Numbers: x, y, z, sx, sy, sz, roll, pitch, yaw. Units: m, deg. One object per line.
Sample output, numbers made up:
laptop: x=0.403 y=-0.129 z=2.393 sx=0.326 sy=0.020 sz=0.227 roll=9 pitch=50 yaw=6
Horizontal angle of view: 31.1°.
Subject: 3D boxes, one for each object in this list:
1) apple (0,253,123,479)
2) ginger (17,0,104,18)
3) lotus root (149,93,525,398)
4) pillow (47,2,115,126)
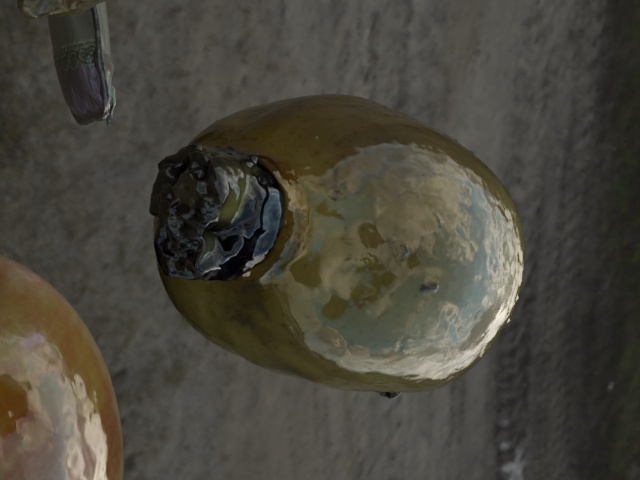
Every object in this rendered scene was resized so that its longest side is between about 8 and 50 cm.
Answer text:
apple: x=-0.335 y=0.178 z=0.844 sx=0.346 sy=0.391 sz=0.391 roll=-77 pitch=-177 yaw=-74
ginger: x=-0.095 y=-0.159 z=0.540 sx=0.051 sy=0.069 sz=0.173 roll=47 pitch=28 yaw=-22
lotus root: x=0.000 y=0.000 z=0.630 sx=0.310 sy=0.183 sz=0.183 roll=15 pitch=99 yaw=-59
pillow: x=-0.174 y=-0.195 z=0.806 sx=0.038 sy=0.131 sz=0.232 roll=-9 pitch=99 yaw=-20
